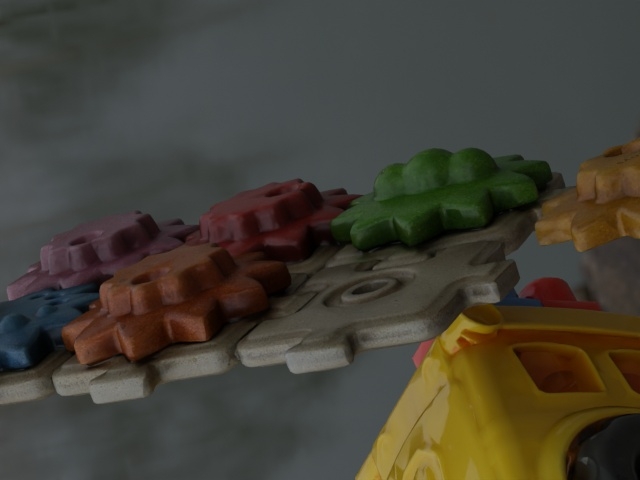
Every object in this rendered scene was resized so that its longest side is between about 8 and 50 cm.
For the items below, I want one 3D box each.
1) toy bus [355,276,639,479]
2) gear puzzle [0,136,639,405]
[{"bbox_3d":[0.126,0.096,0.776,0.211,0.220,0.149,-109,34,-43],"label":"toy bus"},{"bbox_3d":[0.000,0.000,0.712,0.339,0.175,0.044,-10,105,28],"label":"gear puzzle"}]
